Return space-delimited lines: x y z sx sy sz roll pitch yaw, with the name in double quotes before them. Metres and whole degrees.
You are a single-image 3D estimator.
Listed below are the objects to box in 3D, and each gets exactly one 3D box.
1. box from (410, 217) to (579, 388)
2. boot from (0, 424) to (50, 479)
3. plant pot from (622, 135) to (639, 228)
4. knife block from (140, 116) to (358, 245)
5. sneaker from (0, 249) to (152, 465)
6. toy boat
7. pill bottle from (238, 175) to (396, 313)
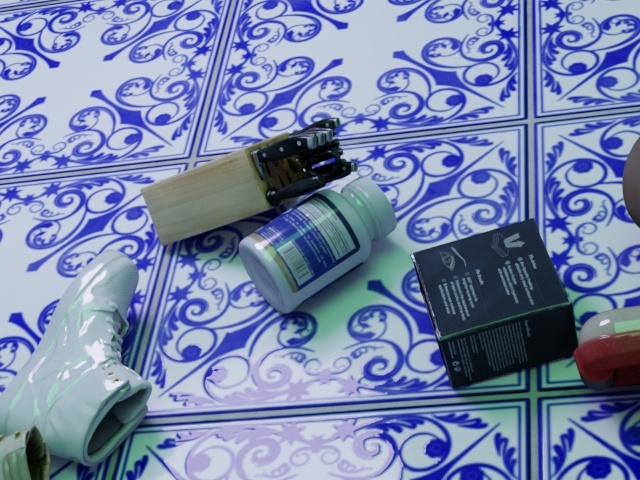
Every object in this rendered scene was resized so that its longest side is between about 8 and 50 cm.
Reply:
"box" 0.205 0.073 1.631 0.158 0.093 0.156 -16 41 3
"boot" -0.404 0.244 1.616 0.165 0.077 0.213 -24 62 11
"plant pot" 0.477 -0.059 1.589 0.263 0.263 0.229 -33 22 -17
"knife block" -0.095 -0.078 1.812 0.276 0.088 0.242 -21 4 -5
"sneaker" -0.261 0.149 1.710 0.169 0.108 0.292 12 58 27
"toy boat" 0.392 0.147 1.476 0.231 0.151 0.151 -8 72 11
"pill bottle" 0.000 0.000 1.768 0.187 0.112 0.112 -33 43 -18
